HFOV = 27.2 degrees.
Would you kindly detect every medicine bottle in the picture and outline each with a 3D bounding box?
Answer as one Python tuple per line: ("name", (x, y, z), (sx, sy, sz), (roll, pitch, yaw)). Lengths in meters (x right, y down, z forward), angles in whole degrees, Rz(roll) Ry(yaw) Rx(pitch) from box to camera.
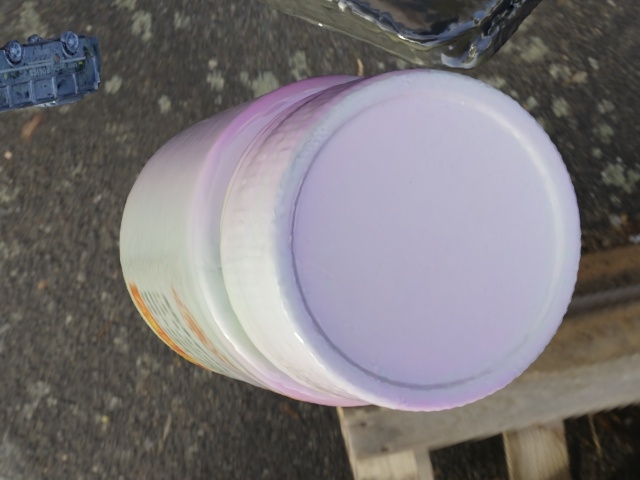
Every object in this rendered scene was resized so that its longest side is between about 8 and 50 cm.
("medicine bottle", (0.000, 0.000, 0.912), (0.219, 0.388, 0.219), (1, 88, -20))

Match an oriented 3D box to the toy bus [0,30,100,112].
("toy bus", (-0.257, -0.147, 1.163), (0.047, 0.166, 0.065), (0, 103, 29))

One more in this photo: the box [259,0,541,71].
("box", (0.080, -0.326, 1.280), (0.350, 0.359, 0.091), (28, 149, 23))
